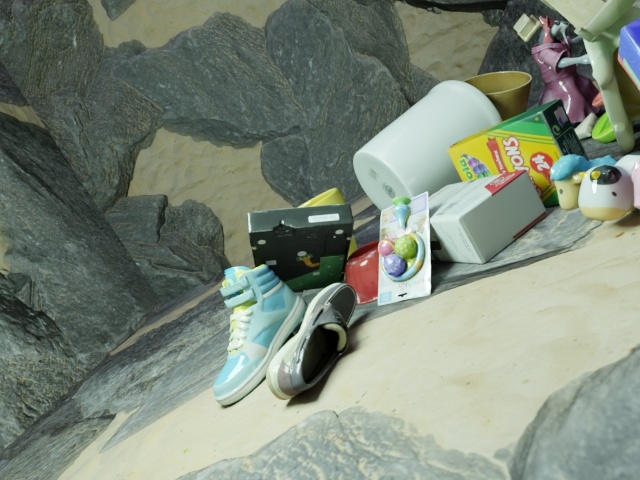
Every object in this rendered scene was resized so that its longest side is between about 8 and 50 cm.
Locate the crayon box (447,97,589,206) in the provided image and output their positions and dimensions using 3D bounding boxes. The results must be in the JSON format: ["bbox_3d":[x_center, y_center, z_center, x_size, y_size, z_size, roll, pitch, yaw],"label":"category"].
[{"bbox_3d":[0.433,-0.166,1.028,0.081,0.202,0.318,-35,9,-25],"label":"crayon box"}]

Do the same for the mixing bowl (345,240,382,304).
[{"bbox_3d":[0.128,0.064,1.079,0.181,0.098,0.181,-29,10,6],"label":"mixing bowl"}]

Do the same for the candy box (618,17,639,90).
[{"bbox_3d":[0.681,-0.290,0.663,0.317,0.268,0.122,-26,-23,23],"label":"candy box"}]

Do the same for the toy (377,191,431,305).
[{"bbox_3d":[0.166,0.010,0.956,0.136,0.056,0.238,-22,50,45],"label":"toy"}]

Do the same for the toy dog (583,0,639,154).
[{"bbox_3d":[0.786,-0.411,0.894,0.407,0.285,0.396,-16,36,36],"label":"toy dog"}]

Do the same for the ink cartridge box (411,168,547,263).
[{"bbox_3d":[0.323,-0.049,1.009,0.197,0.114,0.273,-34,11,-15],"label":"ink cartridge box"}]

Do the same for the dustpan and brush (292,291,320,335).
[{"bbox_3d":[-0.050,0.174,1.167,0.147,0.060,0.211,-34,9,-20],"label":"dustpan and brush"}]

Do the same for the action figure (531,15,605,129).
[{"bbox_3d":[0.774,-0.547,1.450,0.275,0.370,0.248,-20,15,44],"label":"action figure"}]

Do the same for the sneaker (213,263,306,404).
[{"bbox_3d":[-0.180,0.183,0.993,0.127,0.208,0.319,-21,24,41],"label":"sneaker"}]

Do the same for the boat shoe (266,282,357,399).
[{"bbox_3d":[0.010,0.180,0.839,0.092,0.103,0.285,-16,20,40],"label":"boat shoe"}]

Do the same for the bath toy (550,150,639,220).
[{"bbox_3d":[0.492,-0.089,0.632,0.151,0.129,0.348,-43,10,-3],"label":"bath toy"}]

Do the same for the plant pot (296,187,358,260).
[{"bbox_3d":[0.000,0.000,1.390,0.253,0.239,0.254,-29,9,5],"label":"plant pot"}]

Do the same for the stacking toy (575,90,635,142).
[{"bbox_3d":[0.844,-0.351,1.174,0.280,0.130,0.309,-55,1,13],"label":"stacking toy"}]

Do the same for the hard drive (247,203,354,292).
[{"bbox_3d":[-0.050,0.034,1.112,0.236,0.064,0.339,-6,-31,-5],"label":"hard drive"}]

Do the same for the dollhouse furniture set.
[{"bbox_3d":[0.607,-0.465,0.850,0.356,0.173,0.303,-52,30,40],"label":"dollhouse furniture set"}]

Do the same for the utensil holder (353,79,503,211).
[{"bbox_3d":[0.349,-0.275,1.458,0.385,0.328,0.327,-40,11,-12],"label":"utensil holder"}]

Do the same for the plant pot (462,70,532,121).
[{"bbox_3d":[0.593,-0.418,1.531,0.236,0.255,0.237,-10,31,6],"label":"plant pot"}]
